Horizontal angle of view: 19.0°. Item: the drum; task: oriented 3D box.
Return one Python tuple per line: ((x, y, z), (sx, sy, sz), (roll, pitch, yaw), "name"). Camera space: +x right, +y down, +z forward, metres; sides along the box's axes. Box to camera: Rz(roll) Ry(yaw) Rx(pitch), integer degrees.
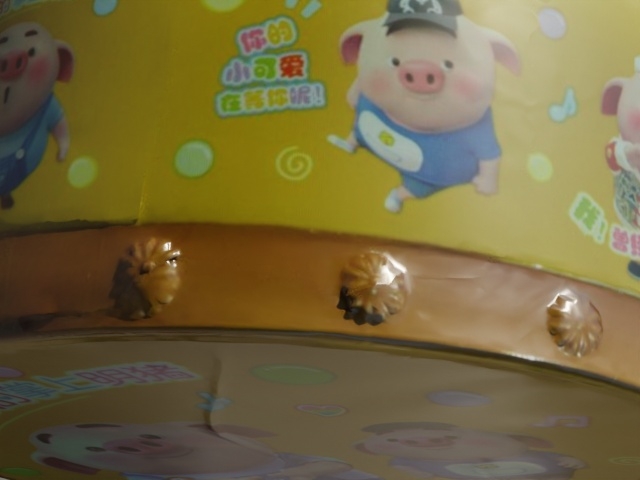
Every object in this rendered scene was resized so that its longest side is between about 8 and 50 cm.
((0.000, 0.000, 0.921), (0.431, 0.431, 0.214), (32, 57, -54), "drum")
